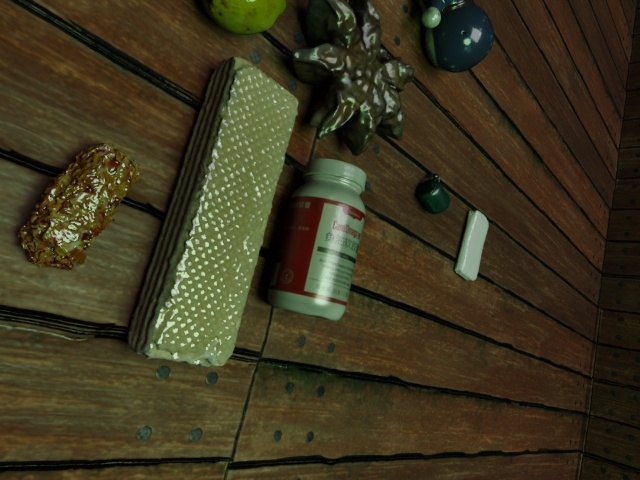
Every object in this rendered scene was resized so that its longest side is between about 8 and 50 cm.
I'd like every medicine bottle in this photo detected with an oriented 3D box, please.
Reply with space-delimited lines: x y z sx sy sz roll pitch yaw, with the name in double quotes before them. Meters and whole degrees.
"medicine bottle" 0.000 0.000 0.769 0.131 0.131 0.250 23 77 -44

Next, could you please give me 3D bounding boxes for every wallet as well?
"wallet" 0.412 0.012 1.257 0.095 0.033 0.189 33 70 -43

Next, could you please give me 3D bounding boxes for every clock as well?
"clock" 0.289 -0.497 1.032 0.200 0.147 0.243 -40 112 -42

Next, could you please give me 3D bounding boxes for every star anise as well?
"star anise" 0.071 -0.304 0.840 0.315 0.108 0.315 -4 96 -37

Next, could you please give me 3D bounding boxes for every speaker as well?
"speaker" 0.261 -0.113 1.091 0.075 0.060 0.094 48 24 -36

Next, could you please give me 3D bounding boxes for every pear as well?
"pear" -0.111 -0.350 0.660 0.131 0.107 0.107 -22 108 -30

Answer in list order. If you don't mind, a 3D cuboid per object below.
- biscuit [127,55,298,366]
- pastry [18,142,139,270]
"biscuit" -0.140 -0.039 0.663 0.144 0.079 0.425 26 75 -44
"pastry" -0.273 -0.042 0.538 0.087 0.063 0.169 41 63 -41
